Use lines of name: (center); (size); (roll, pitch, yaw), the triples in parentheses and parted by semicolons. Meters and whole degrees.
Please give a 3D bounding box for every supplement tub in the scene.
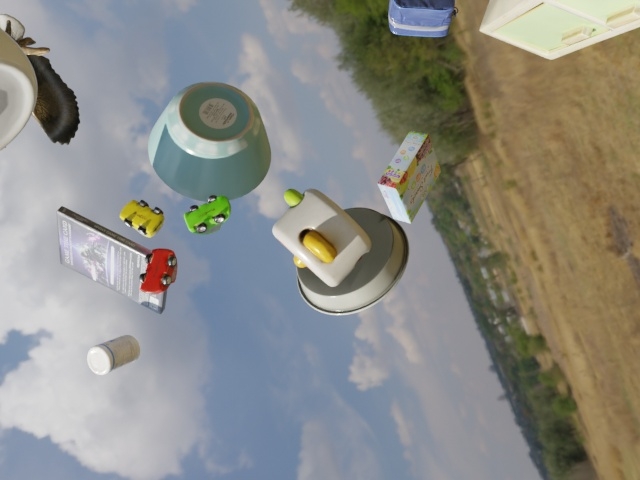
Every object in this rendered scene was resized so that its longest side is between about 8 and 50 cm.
supplement tub: (-0.479, 0.264, 1.577); (0.107, 0.071, 0.071); (-17, -94, -65)

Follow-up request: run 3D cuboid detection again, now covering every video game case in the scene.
video game case: (-0.471, 0.049, 1.543); (0.026, 0.274, 0.196); (-59, -6, -41)

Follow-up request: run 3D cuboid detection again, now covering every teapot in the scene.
teapot: (-0.529, -0.227, 0.926); (0.187, 0.252, 0.256); (48, 156, 13)

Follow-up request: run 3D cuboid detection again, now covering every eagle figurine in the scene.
eagle figurine: (-0.749, -0.370, 1.662); (0.226, 0.225, 0.298); (34, 156, 15)

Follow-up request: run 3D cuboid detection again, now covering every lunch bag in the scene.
lunch bag: (0.145, -0.326, 0.951); (0.065, 0.098, 0.067); (91, -175, -67)

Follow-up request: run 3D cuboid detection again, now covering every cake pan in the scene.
cake pan: (0.065, 0.037, 1.617); (0.054, 0.293, 0.293); (53, -160, -45)

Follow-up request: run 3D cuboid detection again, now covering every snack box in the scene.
snack box: (0.263, -0.184, 1.982); (0.207, 0.070, 0.174); (-56, -36, -20)

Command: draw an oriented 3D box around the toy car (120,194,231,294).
toy car: (-0.278, -0.017, 1.378); (0.239, 0.224, 0.053); (64, 179, 32)

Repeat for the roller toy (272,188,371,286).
roller toy: (0.000, 0.000, 1.443); (0.209, 0.146, 0.191); (39, 176, 43)

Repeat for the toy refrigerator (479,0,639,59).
toy refrigerator: (0.264, -0.260, 0.697); (0.269, 0.102, 0.094); (-139, 69, -82)

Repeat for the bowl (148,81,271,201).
bowl: (-0.264, -0.266, 1.666); (0.163, 0.311, 0.312); (113, 145, -60)
